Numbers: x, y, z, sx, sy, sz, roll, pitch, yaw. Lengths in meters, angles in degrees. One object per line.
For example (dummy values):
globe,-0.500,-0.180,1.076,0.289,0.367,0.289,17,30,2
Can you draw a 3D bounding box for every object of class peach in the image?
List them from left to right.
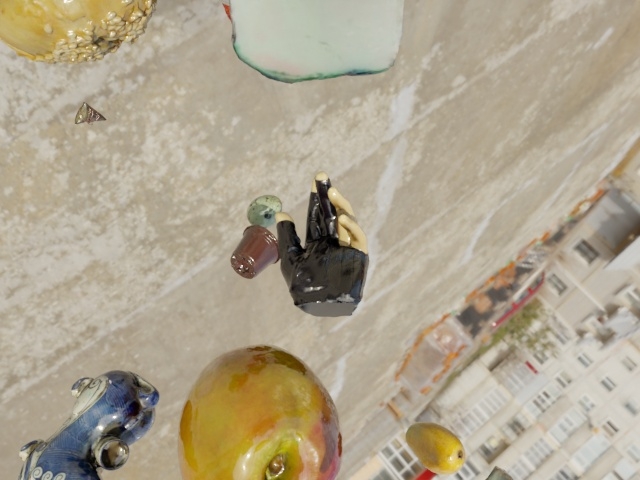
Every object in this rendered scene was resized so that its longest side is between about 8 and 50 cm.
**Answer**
peach,-0.117,0.339,1.133,0.307,0.332,0.308,-8,108,-26

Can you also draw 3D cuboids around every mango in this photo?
mango,0.241,0.442,1.374,0.066,0.101,0.187,-6,-172,-29

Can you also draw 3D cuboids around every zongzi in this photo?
zongzi,-0.629,-0.346,1.766,0.083,0.073,0.067,-104,-142,-70

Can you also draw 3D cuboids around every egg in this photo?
egg,-0.145,-0.076,1.680,0.110,0.085,0.085,-34,166,27

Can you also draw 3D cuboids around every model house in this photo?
model house,-0.006,-0.163,0.388,0.100,0.100,0.088,-5,149,-1

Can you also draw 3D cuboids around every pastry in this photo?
pastry,-0.438,-0.423,1.173,0.315,0.184,0.284,-21,-163,15

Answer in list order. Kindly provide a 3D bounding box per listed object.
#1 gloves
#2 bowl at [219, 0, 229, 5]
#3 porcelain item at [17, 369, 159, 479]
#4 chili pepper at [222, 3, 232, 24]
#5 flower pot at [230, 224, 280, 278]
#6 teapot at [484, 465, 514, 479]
gloves,0.001,0.007,1.315,0.197,0.301,0.152,-1,173,6
bowl,-0.201,-0.528,1.245,0.086,0.189,0.189,-26,158,-9
porcelain item,-0.400,0.362,1.131,0.288,0.186,0.138,-50,128,-29
chili pepper,-0.181,-0.747,1.775,0.305,0.251,0.229,-35,-178,11
flower pot,-0.157,0.034,1.464,0.089,0.111,0.111,-48,169,-40
teapot,0.110,0.356,0.652,0.294,0.193,0.129,-47,157,-20
